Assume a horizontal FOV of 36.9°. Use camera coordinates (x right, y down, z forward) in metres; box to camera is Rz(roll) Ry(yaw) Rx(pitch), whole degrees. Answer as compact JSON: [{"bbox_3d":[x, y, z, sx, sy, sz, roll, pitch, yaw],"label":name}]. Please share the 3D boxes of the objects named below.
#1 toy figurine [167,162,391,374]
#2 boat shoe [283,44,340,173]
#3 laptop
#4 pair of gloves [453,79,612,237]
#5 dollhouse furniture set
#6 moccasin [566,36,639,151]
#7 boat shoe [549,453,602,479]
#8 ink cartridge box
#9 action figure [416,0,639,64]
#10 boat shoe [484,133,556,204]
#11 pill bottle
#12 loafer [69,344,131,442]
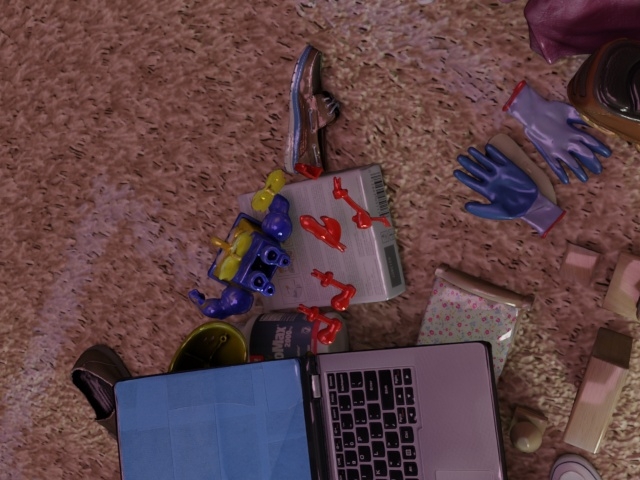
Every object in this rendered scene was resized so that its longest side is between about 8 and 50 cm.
[{"bbox_3d":[-0.086,0.064,1.344,0.191,0.217,0.362,26,90,-21],"label":"toy figurine"},{"bbox_3d":[-0.007,-0.181,1.350,0.066,0.066,0.183,11,113,13],"label":"boat shoe"},{"bbox_3d":[-0.007,0.331,1.134,0.408,0.236,0.381,-10,85,38],"label":"laptop"},{"bbox_3d":[0.273,-0.100,1.246,0.159,0.023,0.198,38,89,4],"label":"pair of gloves"},{"bbox_3d":[0.221,0.118,1.257,0.356,0.174,0.303,20,105,15],"label":"dollhouse furniture set"},{"bbox_3d":[0.480,-0.128,1.141,0.380,0.147,0.139,13,88,-1],"label":"moccasin"},{"bbox_3d":[0.363,0.409,1.308,0.083,0.076,0.226,-13,95,21],"label":"boat shoe"},{"bbox_3d":[0.000,0.000,1.393,0.232,0.066,0.189,-8,97,42],"label":"ink cartridge box"},{"bbox_3d":[0.282,-0.311,1.052,0.276,0.370,0.248,31,95,33],"label":"action figure"},{"bbox_3d":[0.268,-0.084,1.277,0.049,0.042,0.133,-36,86,-1],"label":"boat shoe"},{"bbox_3d":[-0.058,0.160,1.400,0.180,0.108,0.108,-3,98,20],"label":"pill bottle"},{"bbox_3d":[-0.316,0.283,1.525,0.094,0.087,0.251,-44,83,21],"label":"loafer"}]
